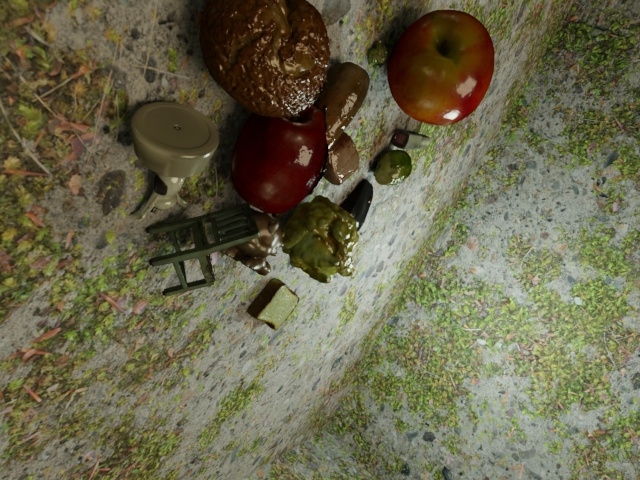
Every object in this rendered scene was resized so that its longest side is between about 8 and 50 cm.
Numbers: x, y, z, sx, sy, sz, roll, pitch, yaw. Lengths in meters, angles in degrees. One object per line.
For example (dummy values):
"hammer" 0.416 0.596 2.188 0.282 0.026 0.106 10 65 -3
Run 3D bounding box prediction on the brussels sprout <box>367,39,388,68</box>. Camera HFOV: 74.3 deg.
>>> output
"brussels sprout" 0.197 -0.613 1.414 0.085 0.058 0.085 -45 167 -14

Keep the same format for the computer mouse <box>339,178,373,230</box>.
"computer mouse" 0.157 -0.120 1.821 0.295 0.087 0.168 -54 149 -10

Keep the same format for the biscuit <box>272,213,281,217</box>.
"biscuit" -0.123 -0.162 1.319 0.126 0.025 0.206 157 -50 -68

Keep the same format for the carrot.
"carrot" 0.044 -0.399 1.314 0.139 0.139 0.301 3 116 -59

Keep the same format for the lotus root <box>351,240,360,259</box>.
"lotus root" 0.131 0.033 1.945 0.112 0.081 0.122 -47 150 -21

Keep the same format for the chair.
"chair" -0.294 0.023 1.100 0.271 0.136 0.147 -15 137 -13

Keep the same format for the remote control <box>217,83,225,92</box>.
"remote control" -0.204 -0.413 1.009 0.122 0.032 0.074 -50 151 -13

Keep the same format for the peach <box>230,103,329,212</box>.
"peach" -0.140 -0.217 1.129 0.201 0.257 0.361 10 140 -33

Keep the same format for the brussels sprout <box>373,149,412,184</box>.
"brussels sprout" 0.313 -0.312 1.821 0.162 0.143 0.181 -34 -176 39

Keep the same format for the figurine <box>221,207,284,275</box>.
"figurine" -0.196 -0.007 1.254 0.172 0.177 0.247 -61 165 -8

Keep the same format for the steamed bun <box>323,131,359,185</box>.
"steamed bun" 0.052 -0.285 1.476 0.145 0.106 0.175 -45 140 -21

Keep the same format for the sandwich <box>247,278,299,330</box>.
"sandwich" -0.182 0.260 1.704 0.186 0.065 0.214 -53 151 -8

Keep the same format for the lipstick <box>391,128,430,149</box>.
"lipstick" 0.412 -0.448 1.893 0.253 0.079 0.077 -11 129 -52

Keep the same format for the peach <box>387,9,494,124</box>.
"peach" 0.412 -0.584 1.470 0.388 0.388 0.388 -38 147 -31

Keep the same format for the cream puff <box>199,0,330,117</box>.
"cream puff" -0.102 -0.416 0.899 0.303 0.212 0.302 8 77 -39

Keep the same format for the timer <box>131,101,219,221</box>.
"timer" -0.347 -0.156 0.968 0.175 0.175 0.266 -28 159 -42

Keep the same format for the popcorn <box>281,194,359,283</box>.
"popcorn" -0.001 0.005 1.502 0.335 0.279 0.274 100 -10 -53
